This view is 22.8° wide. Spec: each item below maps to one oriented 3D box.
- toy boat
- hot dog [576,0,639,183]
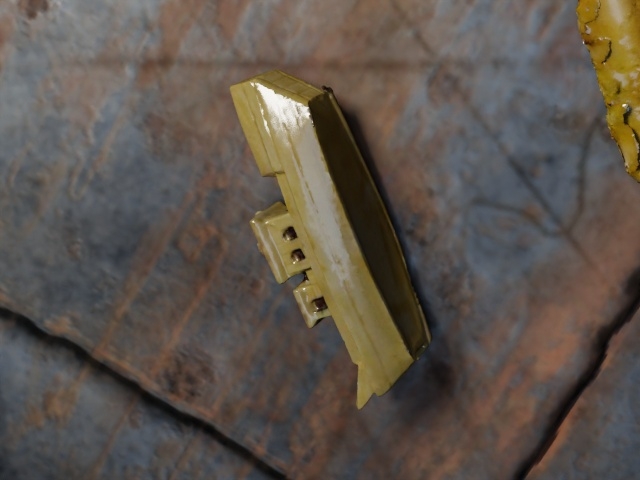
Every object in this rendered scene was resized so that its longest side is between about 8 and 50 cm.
[{"bbox_3d":[0.000,0.000,0.926,0.072,0.064,0.206,-16,100,29],"label":"toy boat"},{"bbox_3d":[0.159,-0.170,0.852,0.083,0.068,0.289,-17,96,-9],"label":"hot dog"}]
